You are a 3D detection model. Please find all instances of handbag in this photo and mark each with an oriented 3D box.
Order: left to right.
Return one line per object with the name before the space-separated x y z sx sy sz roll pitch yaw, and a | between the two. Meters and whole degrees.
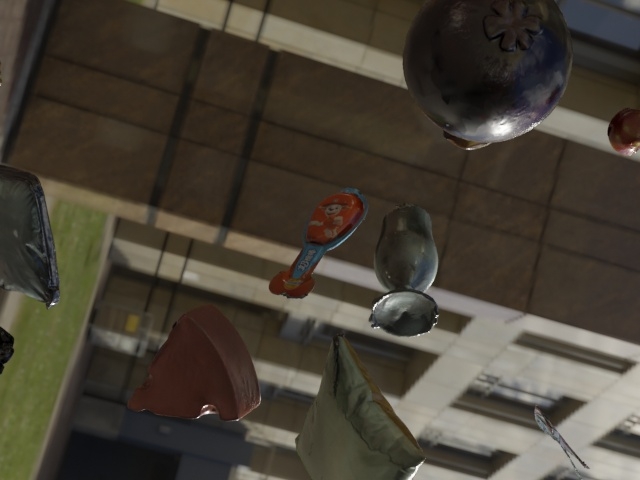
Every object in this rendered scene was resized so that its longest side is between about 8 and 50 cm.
handbag | -0.678 -0.006 2.252 0.075 0.192 0.332 -41 138 -52

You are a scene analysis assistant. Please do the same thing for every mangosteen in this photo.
mangosteen | 0.297 -0.319 1.825 0.347 0.307 0.307 112 -8 -77

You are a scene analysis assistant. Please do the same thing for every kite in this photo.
kite | 0.311 0.266 1.286 0.005 0.152 0.137 -37 -162 -4

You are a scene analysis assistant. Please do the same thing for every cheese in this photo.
cheese | -0.193 0.241 1.705 0.203 0.177 0.128 -58 169 11
cheese | 0.000 0.000 1.649 0.256 0.106 0.037 -56 136 -33

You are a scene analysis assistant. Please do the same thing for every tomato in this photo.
tomato | 0.554 -0.197 1.802 0.087 0.075 0.087 -42 168 -11

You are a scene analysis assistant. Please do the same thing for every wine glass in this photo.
wine glass | 0.127 0.042 1.516 0.222 0.103 0.103 -83 -168 -52

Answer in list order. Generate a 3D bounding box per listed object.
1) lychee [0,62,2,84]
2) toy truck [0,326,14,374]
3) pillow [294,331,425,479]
lychee | -0.616 -0.269 1.528 0.320 0.270 0.270 -52 -166 17
toy truck | -0.508 0.221 1.356 0.121 0.088 0.259 -28 -148 28
pillow | 0.062 0.375 1.791 0.312 0.119 0.310 55 -44 41
